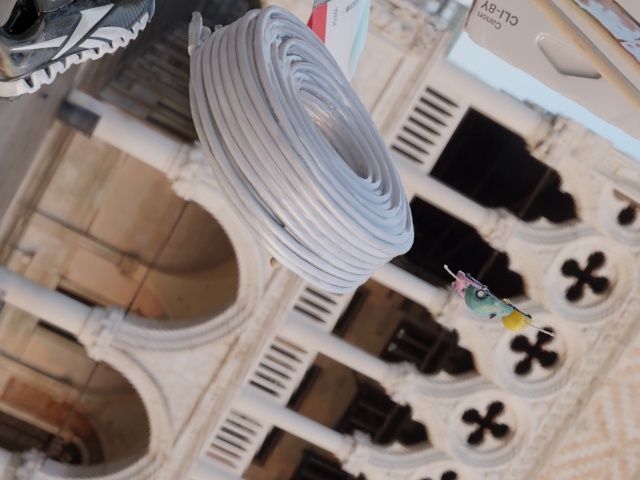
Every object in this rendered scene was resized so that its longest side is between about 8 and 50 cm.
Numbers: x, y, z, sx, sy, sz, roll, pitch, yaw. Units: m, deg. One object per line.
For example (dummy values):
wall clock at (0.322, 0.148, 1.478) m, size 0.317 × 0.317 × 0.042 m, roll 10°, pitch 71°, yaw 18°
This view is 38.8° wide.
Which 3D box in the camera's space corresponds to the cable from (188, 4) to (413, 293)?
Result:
cable at (-0.011, -0.082, 0.807) m, size 0.089 × 0.257 × 0.257 m, roll -31°, pitch -143°, yaw 21°

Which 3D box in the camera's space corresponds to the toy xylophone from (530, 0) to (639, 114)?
toy xylophone at (0.258, -0.199, 0.738) m, size 0.236 × 0.322 × 0.081 m, roll -29°, pitch 161°, yaw -54°

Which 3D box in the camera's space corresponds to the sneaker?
sneaker at (-0.300, -0.263, 1.081) m, size 0.234 × 0.078 × 0.106 m, roll -37°, pitch 137°, yaw -25°

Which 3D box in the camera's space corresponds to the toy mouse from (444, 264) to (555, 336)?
toy mouse at (0.207, 0.075, 1.183) m, size 0.031 × 0.143 × 0.161 m, roll -58°, pitch -154°, yaw 7°

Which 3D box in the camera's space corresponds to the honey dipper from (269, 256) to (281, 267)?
honey dipper at (0.000, 0.000, 1.312) m, size 0.161 × 0.030 × 0.030 m, roll -24°, pitch -173°, yaw -11°

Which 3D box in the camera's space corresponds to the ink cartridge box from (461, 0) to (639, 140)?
ink cartridge box at (0.397, -0.282, 1.109) m, size 0.385 × 0.279 × 0.160 m, roll -26°, pitch 145°, yaw -48°

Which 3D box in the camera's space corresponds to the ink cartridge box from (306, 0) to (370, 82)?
ink cartridge box at (0.017, -0.245, 1.131) m, size 0.181 × 0.056 × 0.224 m, roll 94°, pitch 9°, yaw -58°
